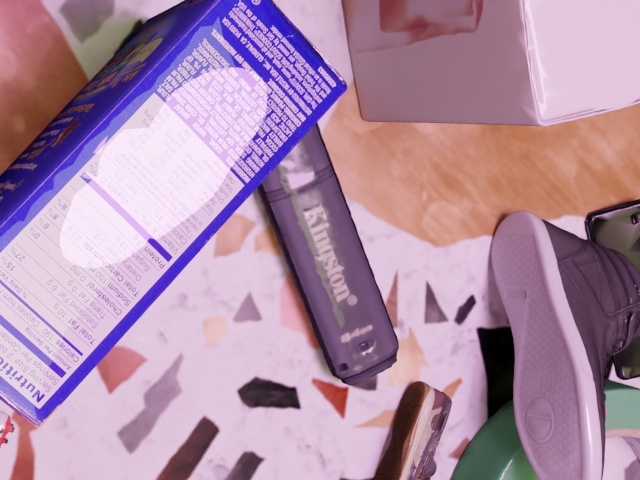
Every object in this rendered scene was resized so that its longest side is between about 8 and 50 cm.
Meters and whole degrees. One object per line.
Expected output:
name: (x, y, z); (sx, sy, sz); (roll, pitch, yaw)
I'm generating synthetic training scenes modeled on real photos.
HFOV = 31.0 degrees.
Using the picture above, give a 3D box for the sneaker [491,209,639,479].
sneaker: (0.263, 0.113, 1.114); (0.146, 0.104, 0.296); (10, 58, -28)

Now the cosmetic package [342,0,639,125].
cosmetic package: (0.152, -0.174, 0.978); (0.153, 0.296, 0.129); (-15, 103, -23)

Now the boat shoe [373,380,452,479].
boat shoe: (0.090, 0.215, 1.121); (0.049, 0.056, 0.152); (22, 86, -20)

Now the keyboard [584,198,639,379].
keyboard: (0.346, 0.049, 1.244); (0.100, 0.038, 0.192); (-14, 103, 1)

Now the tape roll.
tape roll: (0.279, 0.305, 1.207); (0.321, 0.077, 0.321); (-3, 96, -25)

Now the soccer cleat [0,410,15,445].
soccer cleat: (-0.286, 0.179, 0.960); (0.035, 0.029, 0.083); (29, 80, -16)

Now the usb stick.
usb stick: (0.000, 0.000, 1.064); (0.077, 0.045, 0.278); (-27, 106, -21)

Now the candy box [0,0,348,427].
candy box: (-0.162, -0.035, 0.863); (0.122, 0.268, 0.317); (46, 77, -18)
